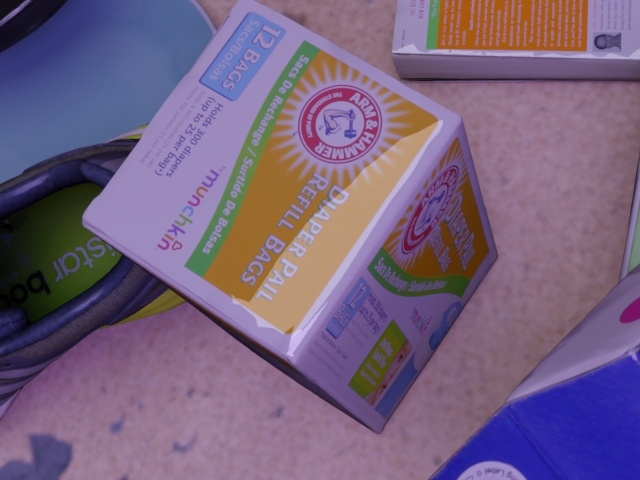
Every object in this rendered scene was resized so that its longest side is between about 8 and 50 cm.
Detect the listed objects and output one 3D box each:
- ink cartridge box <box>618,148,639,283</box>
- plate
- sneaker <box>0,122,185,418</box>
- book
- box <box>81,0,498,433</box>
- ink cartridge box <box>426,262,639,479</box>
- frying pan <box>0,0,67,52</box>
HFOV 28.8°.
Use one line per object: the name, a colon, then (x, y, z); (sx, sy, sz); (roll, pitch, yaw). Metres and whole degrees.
ink cartridge box: (0.165, 0.014, 0.556); (0.062, 0.109, 0.209); (8, 77, 14)
plate: (-0.136, -0.068, 0.691); (0.188, 0.024, 0.188); (-3, 75, 12)
sneaker: (-0.177, 0.036, 0.602); (0.300, 0.121, 0.111); (-36, 82, 11)
book: (0.114, -0.132, 0.650); (0.144, 0.035, 0.096); (2, 72, 13)
box: (0.000, 0.000, 0.546); (0.103, 0.203, 0.114); (32, 84, 18)
ink cartridge box: (0.214, 0.044, 0.473); (0.371, 0.069, 0.175); (-41, 97, -18)
frying pan: (-0.215, -0.113, 0.671); (0.197, 0.053, 0.326); (10, 67, 34)
